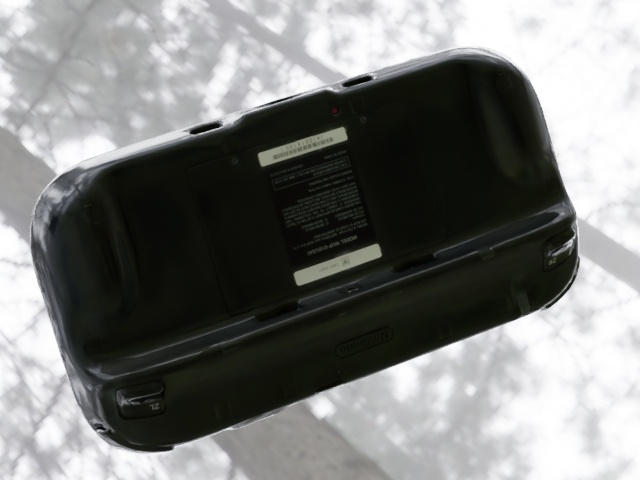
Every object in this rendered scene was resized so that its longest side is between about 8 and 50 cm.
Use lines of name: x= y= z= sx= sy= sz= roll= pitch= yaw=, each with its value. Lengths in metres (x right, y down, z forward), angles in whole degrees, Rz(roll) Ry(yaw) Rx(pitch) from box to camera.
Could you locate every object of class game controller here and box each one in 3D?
game controller: x=0.000 y=0.000 z=0.971 sx=0.319 sy=0.067 sz=0.166 roll=-19 pitch=-92 yaw=-21
